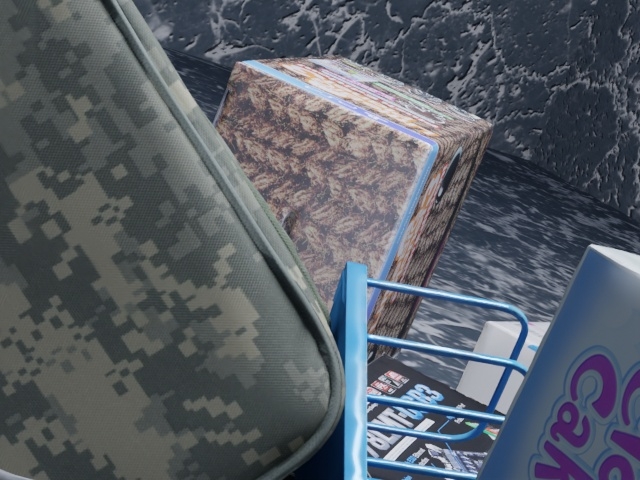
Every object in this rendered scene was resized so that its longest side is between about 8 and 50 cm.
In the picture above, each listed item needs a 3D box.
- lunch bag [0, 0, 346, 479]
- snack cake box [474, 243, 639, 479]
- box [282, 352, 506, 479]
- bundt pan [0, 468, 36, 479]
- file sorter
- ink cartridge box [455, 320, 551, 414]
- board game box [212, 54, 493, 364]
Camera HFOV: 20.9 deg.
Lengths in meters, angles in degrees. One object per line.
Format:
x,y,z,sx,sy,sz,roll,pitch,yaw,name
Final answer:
-0.140,0.000,0.835,0.305,0.212,0.256,57,-5,-3,lunch bag
0.131,0.145,0.730,0.152,0.264,0.089,12,17,-40,snack cake box
0.117,0.181,1.038,0.293,0.073,0.295,24,12,12,box
-0.177,0.104,0.405,0.330,0.124,0.331,16,-4,1,bundt pan
0.047,0.118,0.853,0.104,0.118,0.170,10,42,-7,file sorter
0.183,0.123,1.390,0.092,0.090,0.143,29,12,30,ink cartridge box
0.000,0.000,1.256,0.141,0.232,0.291,24,12,10,board game box
